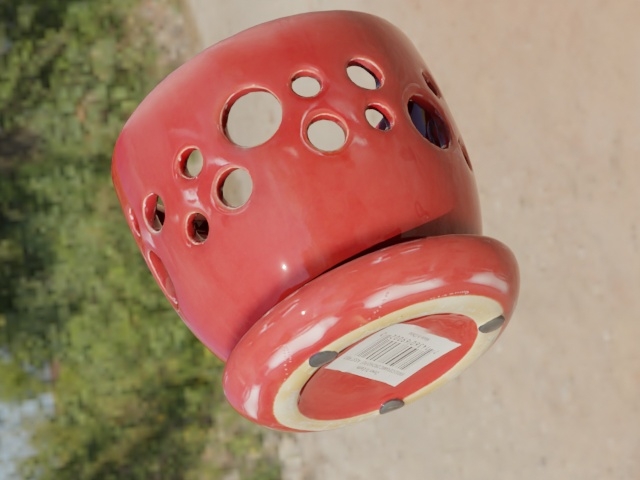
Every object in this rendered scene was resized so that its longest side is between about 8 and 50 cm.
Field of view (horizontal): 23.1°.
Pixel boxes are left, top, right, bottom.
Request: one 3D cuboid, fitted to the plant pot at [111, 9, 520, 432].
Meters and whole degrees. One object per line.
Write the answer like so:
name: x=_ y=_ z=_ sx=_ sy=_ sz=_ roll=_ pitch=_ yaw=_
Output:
plant pot: x=0.000 y=0.000 z=0.851 sx=0.191 sy=0.191 sz=0.174 roll=99 pitch=151 yaw=-60
